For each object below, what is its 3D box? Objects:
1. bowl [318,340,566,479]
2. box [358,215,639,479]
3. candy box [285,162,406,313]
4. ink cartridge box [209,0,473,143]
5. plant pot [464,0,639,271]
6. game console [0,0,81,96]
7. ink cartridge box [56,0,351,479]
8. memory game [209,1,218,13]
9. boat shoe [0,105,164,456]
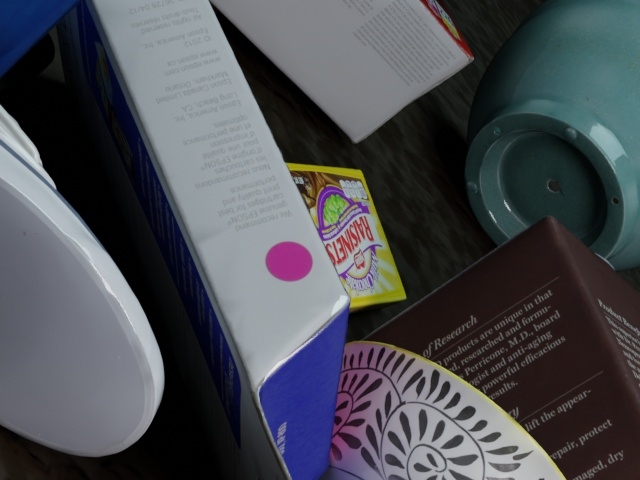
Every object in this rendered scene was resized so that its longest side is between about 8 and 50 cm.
[{"bbox_3d":[0.048,0.141,0.812,0.170,0.170,0.080,49,63,-15],"label":"bowl"},{"bbox_3d":[0.156,0.131,0.998,0.168,0.167,0.203,34,27,-44],"label":"box"},{"bbox_3d":[0.000,0.000,1.037,0.206,0.027,0.105,-3,74,-68],"label":"candy box"},{"bbox_3d":[-0.042,-0.276,1.251,0.309,0.130,0.272,40,20,-46],"label":"ink cartridge box"},{"bbox_3d":[0.263,-0.086,1.522,0.293,0.293,0.196,54,45,-2],"label":"plant pot"},{"bbox_3d":[-0.206,-0.214,0.710,0.293,0.173,0.250,52,19,-8],"label":"game console"},{"bbox_3d":[-0.055,-0.001,0.751,0.176,0.069,0.371,95,-24,-58],"label":"ink cartridge box"},{"bbox_3d":[-0.139,-0.246,1.176,0.186,0.012,0.186,47,20,-23],"label":"memory game"},{"bbox_3d":[-0.151,-0.026,0.639,0.258,0.095,0.084,52,23,-10],"label":"boat shoe"}]
